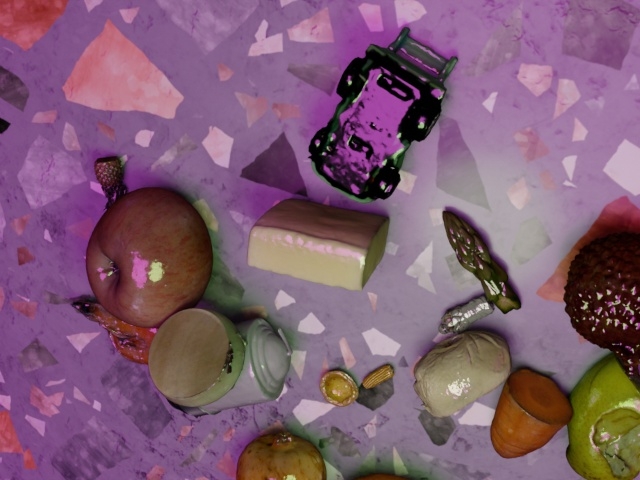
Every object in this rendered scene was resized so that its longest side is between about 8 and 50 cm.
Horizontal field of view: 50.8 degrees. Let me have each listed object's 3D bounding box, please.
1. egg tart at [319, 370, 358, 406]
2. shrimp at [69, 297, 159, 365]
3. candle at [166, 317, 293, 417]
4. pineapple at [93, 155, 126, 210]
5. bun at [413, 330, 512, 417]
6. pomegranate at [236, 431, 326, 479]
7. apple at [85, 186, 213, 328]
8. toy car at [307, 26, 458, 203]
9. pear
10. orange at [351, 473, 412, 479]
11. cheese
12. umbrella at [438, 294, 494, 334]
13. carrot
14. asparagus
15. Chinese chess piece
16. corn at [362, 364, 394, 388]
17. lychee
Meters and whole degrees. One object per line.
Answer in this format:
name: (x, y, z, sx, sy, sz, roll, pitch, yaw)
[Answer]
egg tart: (0.049, 0.374, 1.723, 0.105, 0.039, 0.105, 5, 107, 16)
shrimp: (-0.548, 0.252, 1.858, 0.317, 0.062, 0.164, 22, 113, 7)
candle: (-0.212, 0.315, 1.690, 0.342, 0.221, 0.221, -13, 101, 18)
pineapple: (-0.541, -0.135, 1.744, 0.074, 0.074, 0.159, 3, 114, 16)
bun: (0.315, 0.297, 1.544, 0.244, 0.244, 0.153, -35, 73, 22)
pomegranate: (-0.102, 0.608, 1.740, 0.248, 0.248, 0.248, 4, 106, 15)
apple: (-0.427, 0.048, 1.650, 0.345, 0.269, 0.344, 5, 107, 16)
toy car: (0.133, -0.264, 1.453, 0.213, 0.176, 0.358, 32, 115, 7)
pear: (0.639, 0.411, 1.495, 0.255, 0.164, 0.238, -41, 93, 24)
orange: (0.163, 0.795, 1.655, 0.424, 0.326, 0.424, 5, 108, 16)
cheese: (0.000, 0.000, 1.522, 0.265, 0.242, 0.124, 13, 109, 14)
umbrella: (0.337, 0.177, 1.575, 0.143, 0.062, 0.067, -37, 123, 21)
carrot: (0.458, 0.421, 1.560, 0.159, 0.159, 0.225, 28, 129, 8)
asparagus: (0.360, 0.050, 1.519, 0.080, 0.080, 0.287, -34, 90, 22)
Chinese chess piece: (-0.284, 0.271, 1.560, 0.238, 0.092, 0.237, -8, 65, 19)
corn: (0.144, 0.342, 1.687, 0.092, 0.037, 0.037, -36, 93, 22)
lychee: (0.627, 0.126, 1.357, 0.264, 0.264, 0.300, 1, 70, 16)
